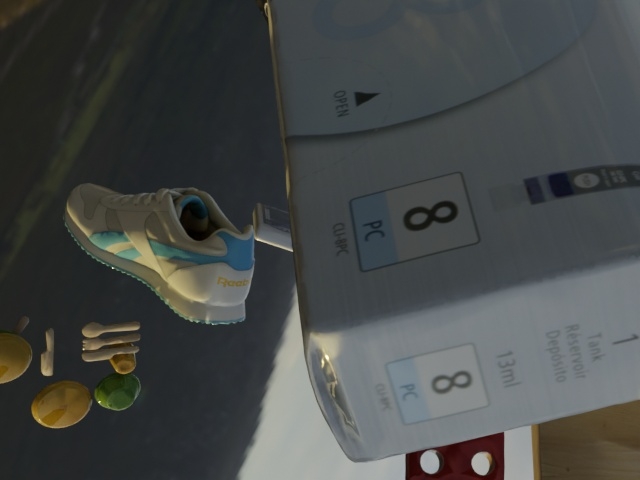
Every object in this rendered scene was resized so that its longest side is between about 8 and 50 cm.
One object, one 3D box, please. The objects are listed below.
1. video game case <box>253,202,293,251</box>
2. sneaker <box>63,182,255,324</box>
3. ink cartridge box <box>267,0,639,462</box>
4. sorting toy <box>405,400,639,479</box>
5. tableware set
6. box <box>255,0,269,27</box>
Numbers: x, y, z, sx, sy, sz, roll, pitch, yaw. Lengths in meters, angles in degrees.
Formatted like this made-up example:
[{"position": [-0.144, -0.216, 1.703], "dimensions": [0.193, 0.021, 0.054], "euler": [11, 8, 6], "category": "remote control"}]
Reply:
[{"position": [0.000, 0.000, 1.805], "dimensions": [0.190, 0.173, 0.022], "euler": [-109, -141, -80], "category": "video game case"}, {"position": [-0.142, -0.010, 1.299], "dimensions": [0.087, 0.228, 0.092], "euler": [-8, 119, -50], "category": "sneaker"}, {"position": [0.172, -0.071, 0.682], "dimensions": [0.308, 0.384, 0.091], "euler": [-97, 170, -54], "category": "ink cartridge box"}, {"position": [0.155, 0.138, 0.695], "dimensions": [0.046, 0.274, 0.132], "euler": [127, -37, -72], "category": "sorting toy"}, {"position": [-0.215, 0.104, 1.122], "dimensions": [0.024, 0.154, 0.104], "euler": [-122, -149, -50], "category": "tableware set"}, {"position": [0.113, -0.149, 1.051], "dimensions": [0.261, 0.184, 0.103], "euler": [-20, 171, -25], "category": "box"}]
